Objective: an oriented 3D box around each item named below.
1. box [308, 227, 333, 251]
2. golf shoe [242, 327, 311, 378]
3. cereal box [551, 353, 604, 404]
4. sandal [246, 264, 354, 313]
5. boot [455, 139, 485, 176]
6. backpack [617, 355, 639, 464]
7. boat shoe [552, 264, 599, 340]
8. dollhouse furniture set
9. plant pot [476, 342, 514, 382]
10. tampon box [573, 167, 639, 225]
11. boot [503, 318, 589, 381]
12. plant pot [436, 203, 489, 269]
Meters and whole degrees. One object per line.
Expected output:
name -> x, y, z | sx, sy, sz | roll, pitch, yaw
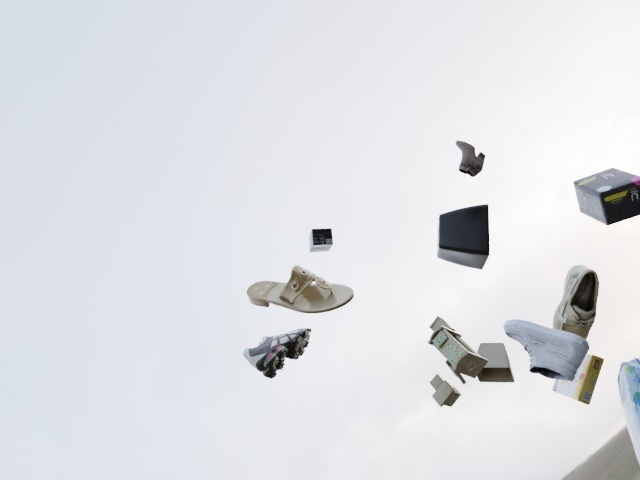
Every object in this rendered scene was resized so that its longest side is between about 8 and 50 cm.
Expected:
box -> 0.000, 0.000, 1.391 | 0.062, 0.052, 0.083 | -2, -15, -10
golf shoe -> -0.125, 0.329, 1.480 | 0.273, 0.120, 0.105 | -17, -56, -58
cereal box -> 0.950, 0.503, 1.728 | 0.240, 0.047, 0.172 | 66, -134, -79
sandal -> -0.056, 0.089, 0.940 | 0.088, 0.240, 0.079 | -57, -43, -48
boot -> 0.463, -0.257, 1.474 | 0.087, 0.118, 0.042 | -55, -16, -10
backpack -> 0.846, 0.435, 1.085 | 0.290, 0.274, 0.355 | 54, -129, -42
boat shoe -> 0.824, 0.231, 1.486 | 0.098, 0.109, 0.302 | -32, -49, -78
dollhouse furniture set -> 0.297, 0.302, 1.198 | 0.101, 0.182, 0.161 | 27, -78, -35
plant pot -> 0.554, 0.386, 1.486 | 0.109, 0.096, 0.109 | -8, -42, 26
tampon box -> 0.814, -0.126, 1.304 | 0.121, 0.161, 0.101 | -20, -74, 9
boot -> 0.591, 0.301, 1.277 | 0.095, 0.258, 0.123 | 37, -104, -20
plant pot -> 0.505, -0.013, 1.665 | 0.167, 0.188, 0.187 | 3, -20, 12
